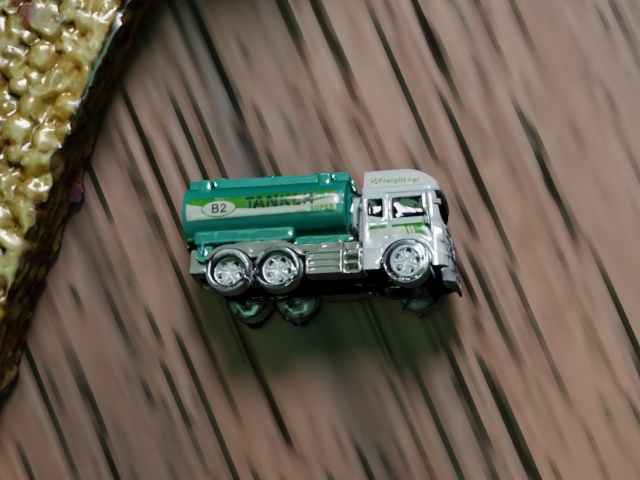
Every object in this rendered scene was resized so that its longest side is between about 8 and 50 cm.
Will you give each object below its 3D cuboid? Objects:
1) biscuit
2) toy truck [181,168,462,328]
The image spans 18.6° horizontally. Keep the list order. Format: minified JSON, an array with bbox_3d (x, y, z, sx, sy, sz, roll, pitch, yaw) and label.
[{"bbox_3d":[-0.108,-0.013,0.607,0.064,0.034,0.199,21,89,9],"label":"biscuit"},{"bbox_3d":[0.000,0.000,0.588,0.083,0.039,0.044,-4,72,10],"label":"toy truck"}]
